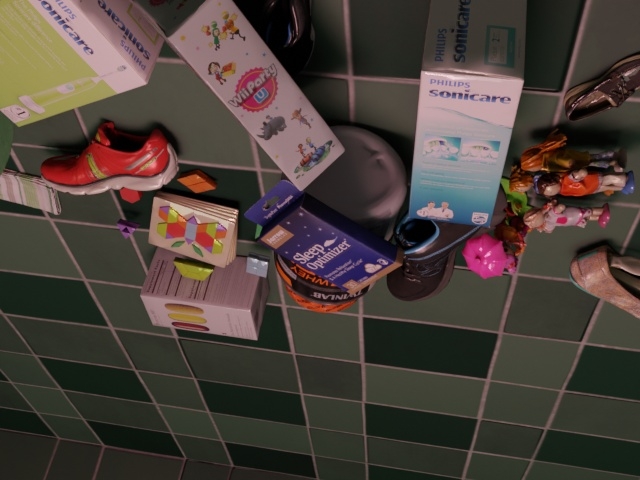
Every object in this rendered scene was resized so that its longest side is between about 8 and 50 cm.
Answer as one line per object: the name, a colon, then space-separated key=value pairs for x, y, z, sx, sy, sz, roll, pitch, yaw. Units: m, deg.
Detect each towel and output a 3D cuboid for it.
towel: x=-0.619 y=-0.102 z=1.673 sx=0.152 sy=0.023 sz=0.113 roll=14 pitch=146 yaw=-2

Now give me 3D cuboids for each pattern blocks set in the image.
pattern blocks set: x=-0.255 y=-0.024 z=1.612 sx=0.325 sy=0.026 sz=0.285 roll=7 pitch=133 yaw=10

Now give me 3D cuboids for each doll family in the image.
doll family: x=0.390 y=-0.099 z=1.298 sx=0.163 sy=0.118 sz=0.263 roll=0 pitch=163 yaw=7

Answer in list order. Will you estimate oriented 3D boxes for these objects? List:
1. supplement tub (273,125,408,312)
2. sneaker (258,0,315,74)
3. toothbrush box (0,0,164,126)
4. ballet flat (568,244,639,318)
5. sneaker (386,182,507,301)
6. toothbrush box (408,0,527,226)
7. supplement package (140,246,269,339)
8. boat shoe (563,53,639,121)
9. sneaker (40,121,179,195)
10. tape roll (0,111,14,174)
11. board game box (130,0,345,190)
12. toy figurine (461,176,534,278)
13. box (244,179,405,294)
supplement tub: x=0.025 y=-0.022 z=1.417 sx=0.207 sy=0.207 sz=0.338 roll=11 pitch=146 yaw=1
sneaker: x=-0.055 y=-0.288 z=1.128 sx=0.079 sy=0.121 sz=0.217 roll=11 pitch=146 yaw=4
toothbrush box: x=-0.411 y=-0.308 z=1.213 sx=0.283 sy=0.122 sz=0.206 roll=-10 pitch=140 yaw=31
ballet flat: x=0.614 y=0.098 z=1.503 sx=0.316 sy=0.107 sz=0.106 roll=23 pitch=138 yaw=-17
sneaker: x=0.168 y=-0.002 z=1.350 sx=0.139 sy=0.125 sz=0.341 roll=-10 pitch=150 yaw=-26
toothbrush box: x=0.196 y=-0.193 z=1.103 sx=0.126 sy=0.216 sz=0.295 roll=6 pitch=145 yaw=8
supplement package: x=-0.249 y=0.116 z=1.773 sx=0.244 sy=0.134 sz=0.139 roll=7 pitch=146 yaw=9
boat shoe: x=0.418 y=-0.212 z=1.152 sx=0.056 sy=0.049 sz=0.152 roll=32 pitch=142 yaw=-26
sneaker: x=-0.391 y=-0.159 z=1.475 sx=0.279 sy=0.107 sz=0.118 roll=-3 pitch=125 yaw=17
tape roll: x=-0.612 y=-0.208 z=1.245 sx=0.077 sy=0.321 sz=0.321 roll=-2 pitch=144 yaw=21
board game box: x=-0.117 y=-0.237 z=1.131 sx=0.097 sy=0.224 sz=0.303 roll=-43 pitch=131 yaw=1
toy figurine: x=0.305 y=-0.002 z=1.400 sx=0.173 sy=0.159 sz=0.130 roll=27 pitch=144 yaw=-22
box: x=0.000 y=0.000 z=1.243 sx=0.225 sy=0.036 sz=0.136 roll=31 pitch=143 yaw=-18
